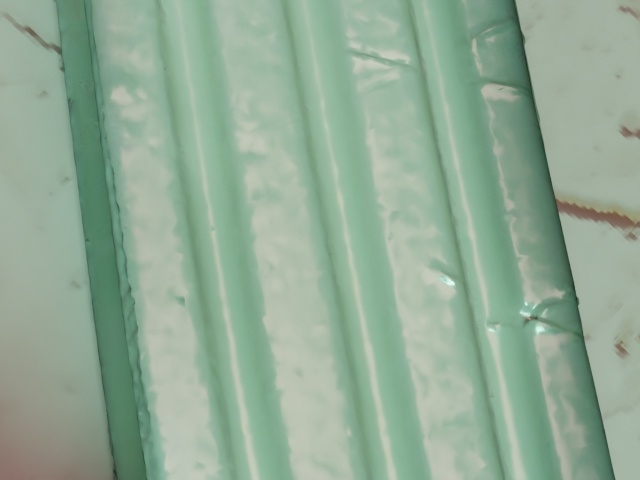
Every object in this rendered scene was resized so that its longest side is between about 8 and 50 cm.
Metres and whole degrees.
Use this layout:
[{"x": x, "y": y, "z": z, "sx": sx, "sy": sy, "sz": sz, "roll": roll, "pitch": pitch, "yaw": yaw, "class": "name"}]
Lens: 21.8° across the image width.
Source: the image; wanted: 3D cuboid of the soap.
[{"x": 0.000, "y": 0.000, "z": 0.547, "sx": 0.150, "sy": 0.094, "sz": 0.261, "roll": -5, "pitch": 75, "yaw": -14, "class": "soap"}]
